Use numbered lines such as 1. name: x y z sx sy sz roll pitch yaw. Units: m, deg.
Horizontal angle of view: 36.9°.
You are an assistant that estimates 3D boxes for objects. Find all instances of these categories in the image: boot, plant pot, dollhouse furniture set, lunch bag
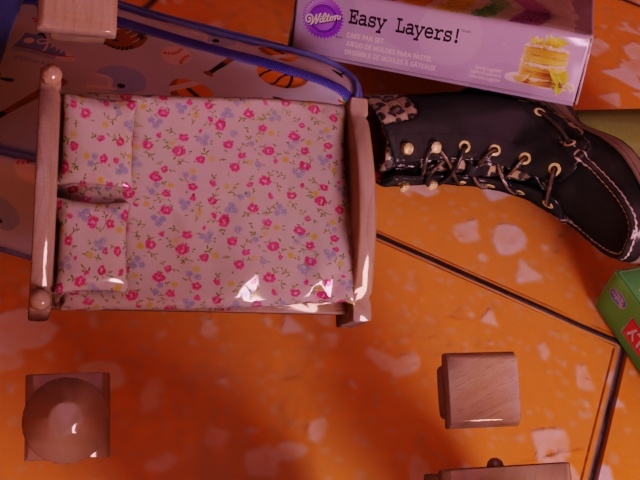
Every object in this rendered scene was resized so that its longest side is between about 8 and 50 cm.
1. boot: 0.140 -0.054 0.765 0.178 0.085 0.236 -8 41 -19
2. plant pot: 0.256 -0.084 0.837 0.079 0.083 0.083 10 45 12
3. dollhouse furniture set: 0.000 0.000 0.511 0.303 0.174 0.356 1 79 -15
4. lunch bag: -0.128 -0.084 0.709 0.303 0.115 0.243 17 44 0

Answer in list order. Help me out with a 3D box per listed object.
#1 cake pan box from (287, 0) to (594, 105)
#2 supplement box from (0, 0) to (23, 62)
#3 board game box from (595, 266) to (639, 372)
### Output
1. cake pan box: 0.123 -0.219 0.877 0.245 0.070 0.267 15 33 9
2. supplement box: -0.361 -0.211 0.589 0.356 0.195 0.194 23 3 34
3. board game box: 0.397 0.091 0.725 0.317 0.046 0.213 -8 50 -21
